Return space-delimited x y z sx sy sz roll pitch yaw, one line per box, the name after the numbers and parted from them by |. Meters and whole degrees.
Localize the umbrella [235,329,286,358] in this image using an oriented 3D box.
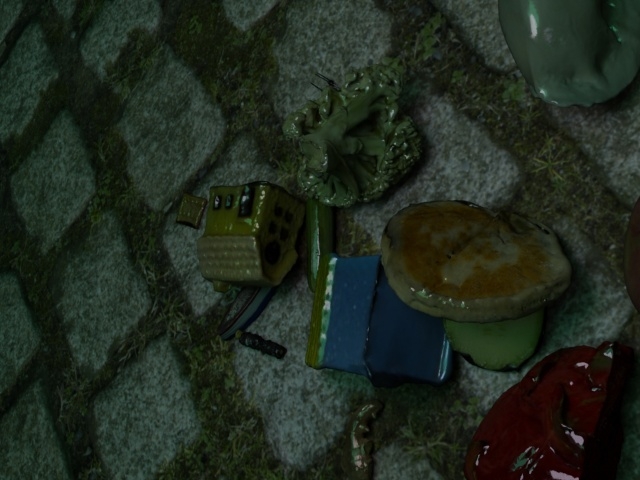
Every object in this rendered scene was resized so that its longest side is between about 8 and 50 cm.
-0.139 0.232 1.860 0.143 0.040 0.037 15 98 40 | umbrella

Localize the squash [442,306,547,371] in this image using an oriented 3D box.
0.321 0.142 1.514 0.191 0.085 0.184 13 117 22 | squash

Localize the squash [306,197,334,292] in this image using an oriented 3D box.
0.000 0.000 1.790 0.066 0.066 0.229 -8 77 36 | squash

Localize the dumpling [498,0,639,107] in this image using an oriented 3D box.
0.426 -0.396 1.482 0.211 0.269 0.321 -1 104 59 | dumpling

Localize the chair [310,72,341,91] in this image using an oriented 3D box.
0.019 -0.347 1.874 0.086 0.042 0.037 34 104 1 | chair

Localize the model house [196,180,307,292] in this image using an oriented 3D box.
-0.151 0.004 1.825 0.193 0.174 0.235 -1 76 37 | model house

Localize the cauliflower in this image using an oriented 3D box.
0.046 -0.213 1.666 0.260 0.281 0.327 44 113 40 | cauliflower

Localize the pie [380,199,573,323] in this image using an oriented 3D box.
0.269 0.030 1.445 0.339 0.339 0.077 40 140 36 | pie

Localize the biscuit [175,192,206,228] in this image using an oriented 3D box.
-0.327 -0.075 2.083 0.083 0.018 0.082 16 90 38 | biscuit

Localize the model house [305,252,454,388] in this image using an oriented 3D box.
0.086 0.153 1.603 0.303 0.215 0.237 0 81 49 | model house

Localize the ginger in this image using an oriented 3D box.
0.080 0.402 1.649 0.069 0.051 0.174 4 84 34 | ginger

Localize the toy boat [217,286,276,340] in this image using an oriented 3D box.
-0.170 0.143 1.902 0.080 0.046 0.229 46 106 30 | toy boat

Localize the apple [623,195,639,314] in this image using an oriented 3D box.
0.594 0.008 1.226 0.305 0.235 0.306 -9 74 34 | apple

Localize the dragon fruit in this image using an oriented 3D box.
0.354 0.294 1.353 0.286 0.228 0.330 20 94 40 | dragon fruit
